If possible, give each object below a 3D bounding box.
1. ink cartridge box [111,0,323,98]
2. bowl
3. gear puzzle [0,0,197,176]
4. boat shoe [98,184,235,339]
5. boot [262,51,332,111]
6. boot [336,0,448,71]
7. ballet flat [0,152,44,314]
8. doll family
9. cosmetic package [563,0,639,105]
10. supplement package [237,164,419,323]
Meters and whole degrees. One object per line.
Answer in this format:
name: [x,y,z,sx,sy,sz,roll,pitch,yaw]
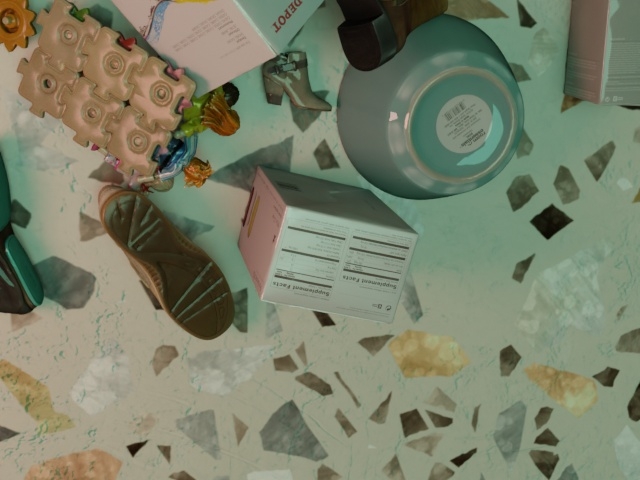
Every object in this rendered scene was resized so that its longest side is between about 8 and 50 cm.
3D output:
ink cartridge box: [-0.152,-0.375,1.204,0.270,0.197,0.198,49,52,-22]
bowl: [0.193,-0.194,1.403,0.311,0.163,0.312,-4,108,-11]
gear puzzle: [-0.340,-0.239,1.270,0.339,0.044,0.175,33,111,5]
boat shoe: [-0.243,0.032,1.408,0.109,0.098,0.302,-41,119,-8]
boot: [-0.033,-0.252,1.394,0.118,0.042,0.087,5,104,-15]
boot: [0.107,-0.409,1.261,0.280,0.096,0.264,-48,126,-44]
ballet flat: [-0.501,-0.010,1.336,0.096,0.095,0.280,-9,110,2]
doll family: [-0.217,-0.165,1.335,0.163,0.118,0.263,36,99,-18]
cosmetic package: [0.473,-0.345,1.441,0.107,0.127,0.238,-1,110,-13]
supplement package: [0.000,0.000,1.364,0.204,0.262,0.145,11,104,-16]
